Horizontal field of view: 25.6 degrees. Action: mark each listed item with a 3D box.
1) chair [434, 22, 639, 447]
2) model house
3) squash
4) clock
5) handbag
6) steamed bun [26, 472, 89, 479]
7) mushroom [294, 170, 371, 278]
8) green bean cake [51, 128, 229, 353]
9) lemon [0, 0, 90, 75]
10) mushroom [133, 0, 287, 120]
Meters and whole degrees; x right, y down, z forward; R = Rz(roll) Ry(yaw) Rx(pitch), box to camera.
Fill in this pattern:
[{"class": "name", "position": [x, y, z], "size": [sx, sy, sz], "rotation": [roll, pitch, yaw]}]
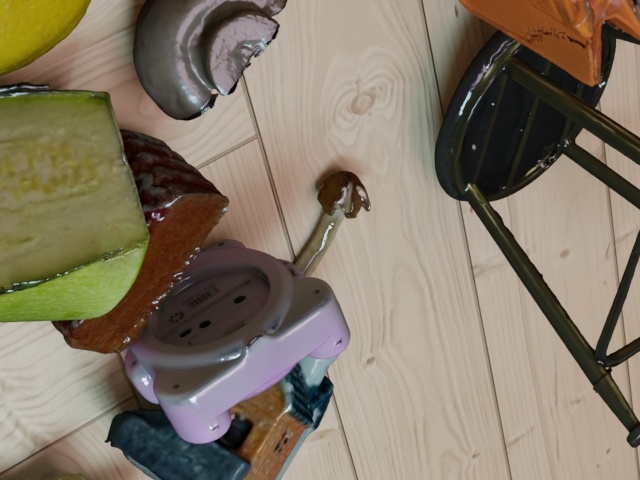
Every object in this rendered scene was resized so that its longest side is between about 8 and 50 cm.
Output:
[{"class": "chair", "position": [0.377, -0.075, 1.677], "size": [0.362, 0.410, 0.364], "rotation": [-26, 143, -34]}, {"class": "model house", "position": [-0.085, 0.190, 1.662], "size": [0.291, 0.184, 0.253], "rotation": [-52, 159, -9]}, {"class": "squash", "position": [-0.360, -0.031, 1.338], "size": [0.309, 0.233, 0.210], "rotation": [5, 145, -37]}, {"class": "clock", "position": [-0.113, 0.097, 1.563], "size": [0.228, 0.248, 0.090], "rotation": [-33, 123, -17]}, {"class": "handbag", "position": [0.182, -0.380, 1.476], "size": [0.116, 0.303, 0.410], "rotation": [-40, 132, -4]}, {"class": "steamed bun", "position": [-0.326, 0.390, 1.656], "size": [0.292, 0.137, 0.295], "rotation": [-39, 124, -6]}, {"class": "mushroom", "position": [0.000, 0.000, 1.725], "size": [0.060, 0.061, 0.187], "rotation": [13, 111, -45]}, {"class": "green bean cake", "position": [-0.209, 0.008, 1.483], "size": [0.097, 0.198, 0.232], "rotation": [14, 111, -38]}, {"class": "lemon", "position": [-0.313, -0.244, 1.258], "size": [0.260, 0.204, 0.204], "rotation": [-27, 128, -18]}, {"class": "mushroom", "position": [-0.127, -0.221, 1.457], "size": [0.117, 0.141, 0.188], "rotation": [33, 90, -21]}]
